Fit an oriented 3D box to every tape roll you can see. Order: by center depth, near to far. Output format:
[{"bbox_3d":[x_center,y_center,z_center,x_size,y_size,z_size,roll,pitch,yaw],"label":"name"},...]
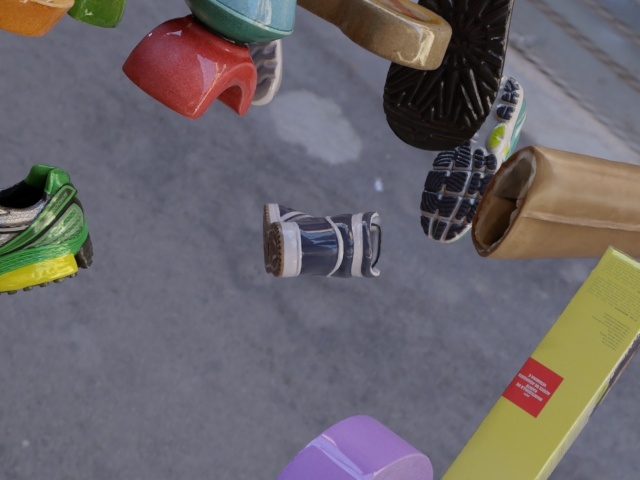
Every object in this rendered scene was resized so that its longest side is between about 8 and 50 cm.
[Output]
[{"bbox_3d":[0.018,0.351,1.420,0.090,0.275,0.275,32,31,29],"label":"tape roll"}]

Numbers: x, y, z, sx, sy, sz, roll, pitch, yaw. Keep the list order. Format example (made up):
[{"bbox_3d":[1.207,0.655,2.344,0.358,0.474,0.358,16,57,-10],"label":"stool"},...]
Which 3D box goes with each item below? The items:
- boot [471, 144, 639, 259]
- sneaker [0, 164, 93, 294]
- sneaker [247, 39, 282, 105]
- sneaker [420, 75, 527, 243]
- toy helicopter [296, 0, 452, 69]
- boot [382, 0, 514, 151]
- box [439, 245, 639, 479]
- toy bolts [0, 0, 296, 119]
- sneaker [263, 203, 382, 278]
[{"bbox_3d":[0.310,-0.057,1.103,0.269,0.236,0.089,7,39,-20],"label":"boot"},{"bbox_3d":[-0.436,-0.001,1.333,0.343,0.146,0.134,-20,30,-30],"label":"sneaker"},{"bbox_3d":[-0.102,-0.323,1.756,0.115,0.105,0.281,38,36,-62],"label":"sneaker"},{"bbox_3d":[0.241,-0.110,1.732,0.107,0.275,0.110,20,-15,31],"label":"sneaker"},{"bbox_3d":[-0.035,-0.229,0.961,0.355,0.140,0.235,34,23,25],"label":"toy helicopter"},{"bbox_3d":[0.187,-0.303,1.410,0.131,0.348,0.260,19,39,4],"label":"boot"},{"bbox_3d":[0.169,0.119,0.857,0.058,0.087,0.232,34,75,20],"label":"box"},{"bbox_3d":[-0.118,-0.199,0.761,0.228,0.158,0.218,34,18,8],"label":"toy bolts"},{"bbox_3d":[0.000,0.000,1.653,0.153,0.099,0.282,-3,8,-7],"label":"sneaker"}]
